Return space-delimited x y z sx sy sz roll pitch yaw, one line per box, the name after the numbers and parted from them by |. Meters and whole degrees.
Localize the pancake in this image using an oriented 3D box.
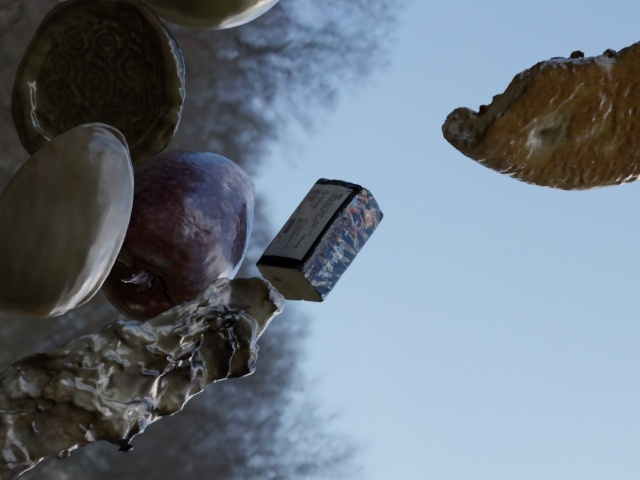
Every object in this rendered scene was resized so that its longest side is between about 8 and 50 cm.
-0.281 -0.196 1.960 0.250 0.250 0.031 41 12 21 | pancake

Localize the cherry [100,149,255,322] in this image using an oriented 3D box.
-0.191 -0.012 2.091 0.203 0.300 0.230 31 -44 12 | cherry

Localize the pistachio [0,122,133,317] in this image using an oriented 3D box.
-0.251 -0.019 1.509 0.131 0.206 0.129 24 4 -17 | pistachio

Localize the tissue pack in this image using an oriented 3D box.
0.001 -0.001 2.156 0.103 0.170 0.090 7 -36 45 | tissue pack

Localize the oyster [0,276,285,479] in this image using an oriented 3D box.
-0.217 0.144 1.373 0.111 0.396 0.204 64 -22 0 | oyster

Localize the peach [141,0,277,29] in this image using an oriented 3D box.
-0.142 -0.421 2.034 0.292 0.292 0.247 39 -29 23 | peach

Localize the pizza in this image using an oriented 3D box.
0.309 -0.139 1.692 0.074 0.365 0.182 -115 -161 -58 | pizza
